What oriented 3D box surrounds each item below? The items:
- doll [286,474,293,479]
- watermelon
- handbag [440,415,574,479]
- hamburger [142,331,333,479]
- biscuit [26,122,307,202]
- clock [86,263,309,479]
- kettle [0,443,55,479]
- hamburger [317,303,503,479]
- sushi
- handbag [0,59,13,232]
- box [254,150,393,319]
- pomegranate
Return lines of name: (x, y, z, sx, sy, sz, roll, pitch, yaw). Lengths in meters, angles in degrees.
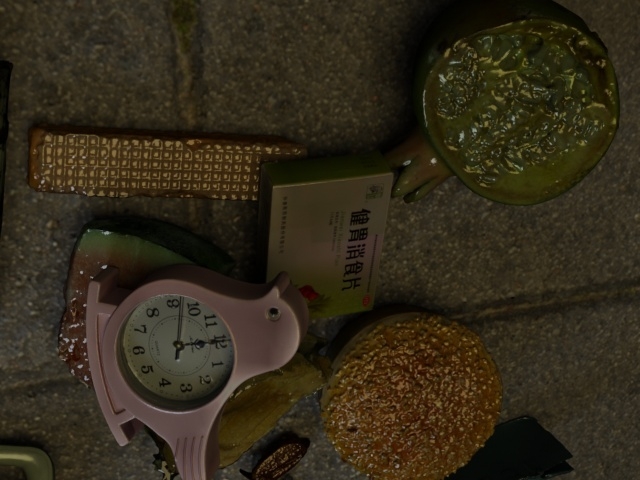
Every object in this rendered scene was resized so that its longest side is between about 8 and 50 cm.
doll: (-0.079, 0.435, 1.589, 0.057, 0.039, 0.114, 7, 100, -49)
watermelon: (-0.261, 0.096, 1.343, 0.193, 0.140, 0.256, 28, 103, 4)
handbag: (0.297, 0.379, 1.636, 0.221, 0.144, 0.057, -15, 112, -13)
hamburger: (-0.143, 0.210, 1.387, 0.309, 0.132, 0.211, -38, 145, 7)
biscuit: (-0.206, -0.105, 1.334, 0.379, 0.054, 0.094, 0, 110, -19)
clock: (-0.150, 0.176, 1.248, 0.275, 0.080, 0.290, -3, 102, 7)
kettle: (-0.540, 0.437, 1.362, 0.318, 0.265, 0.205, 5, 137, -18)
hamburger: (0.137, 0.239, 1.514, 0.302, 0.170, 0.302, -6, 110, -17)
sushi: (-0.067, 0.350, 1.553, 0.120, 0.055, 0.052, -39, 106, -13)
handbag: (-0.555, -0.032, 1.188, 0.317, 0.180, 0.416, 8, 108, -9)
box: (-0.001, 0.001, 1.398, 0.175, 0.062, 0.260, -7, 129, -16)
pomegranate: (0.238, -0.197, 1.380, 0.358, 0.216, 0.310, -31, 121, 28)
